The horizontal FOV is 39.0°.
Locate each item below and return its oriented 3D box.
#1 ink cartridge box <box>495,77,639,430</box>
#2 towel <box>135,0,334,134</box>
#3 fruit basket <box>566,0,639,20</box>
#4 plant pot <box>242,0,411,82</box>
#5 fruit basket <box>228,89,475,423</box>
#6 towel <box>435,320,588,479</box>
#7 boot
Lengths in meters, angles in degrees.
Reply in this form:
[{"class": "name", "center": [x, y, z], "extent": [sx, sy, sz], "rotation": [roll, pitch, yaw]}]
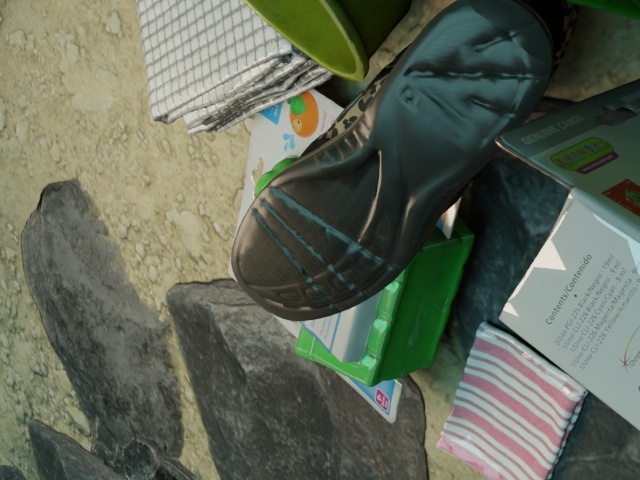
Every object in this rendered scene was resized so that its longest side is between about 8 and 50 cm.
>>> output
[{"class": "ink cartridge box", "center": [0.294, 0.006, 0.709], "extent": [0.272, 0.309, 0.130], "rotation": [40, 130, 25]}, {"class": "towel", "center": [-0.097, -0.268, 1.056], "extent": [0.283, 0.121, 0.235], "rotation": [-17, 78, 48]}, {"class": "fruit basket", "center": [0.283, -0.200, 0.595], "extent": [0.283, 0.392, 0.392], "rotation": [-20, 92, 45]}, {"class": "plant pot", "center": [0.022, -0.387, 0.743], "extent": [0.353, 0.366, 0.366], "rotation": [-47, 68, 0]}, {"class": "fruit basket", "center": [0.000, 0.000, 1.086], "extent": [0.353, 0.165, 0.327], "rotation": [36, 126, 33]}, {"class": "towel", "center": [0.219, 0.208, 1.059], "extent": [0.144, 0.029, 0.197], "rotation": [32, 126, 29]}, {"class": "boot", "center": [0.090, -0.100, 0.849], "extent": [0.138, 0.284, 0.377], "rotation": [41, 125, 1]}]
